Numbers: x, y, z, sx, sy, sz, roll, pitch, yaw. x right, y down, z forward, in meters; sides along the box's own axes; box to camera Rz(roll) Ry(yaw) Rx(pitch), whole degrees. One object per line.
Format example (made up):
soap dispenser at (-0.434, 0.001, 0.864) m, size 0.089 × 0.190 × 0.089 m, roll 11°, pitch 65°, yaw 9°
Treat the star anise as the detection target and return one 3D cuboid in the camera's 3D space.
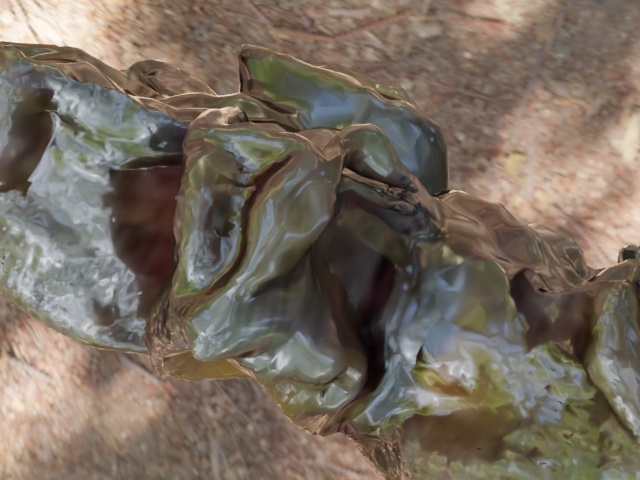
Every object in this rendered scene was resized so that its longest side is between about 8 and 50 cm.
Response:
star anise at (-0.007, -0.003, 0.419) m, size 0.220 × 0.214 × 0.099 m, roll 23°, pitch 88°, yaw 3°
